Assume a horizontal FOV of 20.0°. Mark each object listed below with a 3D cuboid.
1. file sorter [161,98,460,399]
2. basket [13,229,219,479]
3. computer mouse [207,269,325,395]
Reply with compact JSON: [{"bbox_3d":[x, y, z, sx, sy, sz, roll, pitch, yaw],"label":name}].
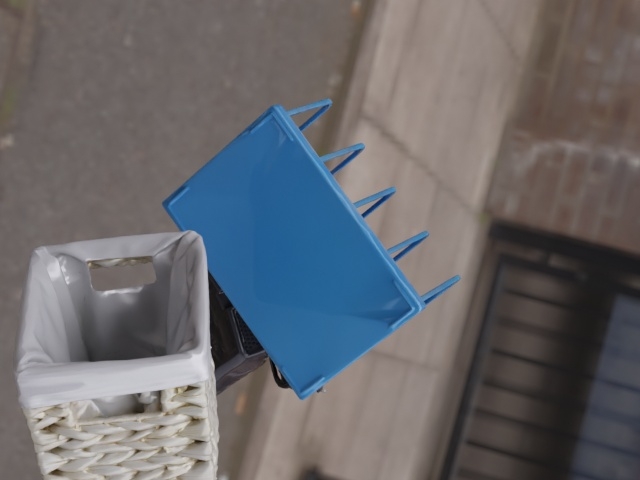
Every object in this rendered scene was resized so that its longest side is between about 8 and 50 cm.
[{"bbox_3d":[0.000,0.000,1.279,0.118,0.170,0.104,-39,173,29],"label":"file sorter"},{"bbox_3d":[-0.120,0.078,1.101,0.167,0.113,0.103,-99,-177,-64],"label":"basket"},{"bbox_3d":[-0.082,0.074,1.646,0.072,0.188,0.272,-20,173,-35],"label":"computer mouse"}]
